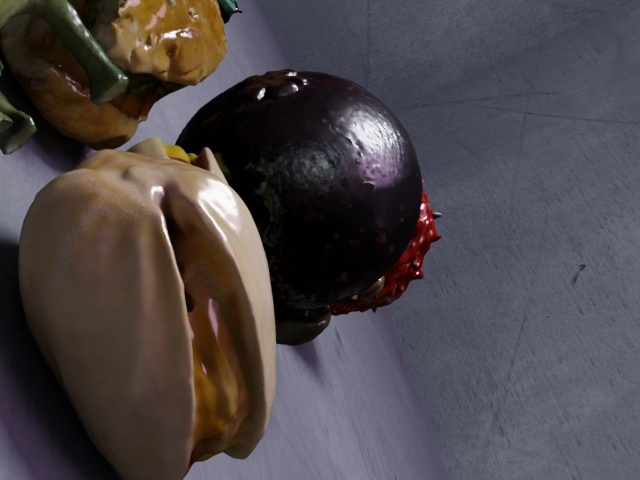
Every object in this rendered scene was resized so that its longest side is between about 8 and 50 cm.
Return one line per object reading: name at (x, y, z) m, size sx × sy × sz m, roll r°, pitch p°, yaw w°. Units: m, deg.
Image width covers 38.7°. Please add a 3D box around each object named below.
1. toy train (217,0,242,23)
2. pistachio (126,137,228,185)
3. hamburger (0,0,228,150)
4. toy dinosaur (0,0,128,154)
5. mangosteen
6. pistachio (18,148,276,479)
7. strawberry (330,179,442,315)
toy train at (-0.232, -0.397, 1.139) m, size 0.237 × 0.150 × 0.369 m, roll 47°, pitch 18°, yaw -53°
pistachio at (-0.125, -0.002, 0.738) m, size 0.200 × 0.117 × 0.145 m, roll -117°, pitch -144°, yaw -51°
hamburger at (-0.177, -0.211, 0.814) m, size 0.209 × 0.162 × 0.330 m, roll 55°, pitch 9°, yaw -53°
toy dinosaur at (-0.254, -0.194, 0.546) m, size 0.301 × 0.087 × 0.447 m, roll 55°, pitch 10°, yaw 5°
mangosteen at (-0.027, -0.036, 0.958) m, size 0.288 × 0.288 × 0.288 m, roll -24°, pitch 90°, yaw -83°
pistachio at (-0.106, 0.055, 0.584) m, size 0.157 × 0.157 × 0.229 m, roll -89°, pitch 167°, yaw -74°
strawberry at (0.001, -0.016, 1.322) m, size 0.343 × 0.292 × 0.292 m, roll 2°, pitch 62°, yaw -56°
